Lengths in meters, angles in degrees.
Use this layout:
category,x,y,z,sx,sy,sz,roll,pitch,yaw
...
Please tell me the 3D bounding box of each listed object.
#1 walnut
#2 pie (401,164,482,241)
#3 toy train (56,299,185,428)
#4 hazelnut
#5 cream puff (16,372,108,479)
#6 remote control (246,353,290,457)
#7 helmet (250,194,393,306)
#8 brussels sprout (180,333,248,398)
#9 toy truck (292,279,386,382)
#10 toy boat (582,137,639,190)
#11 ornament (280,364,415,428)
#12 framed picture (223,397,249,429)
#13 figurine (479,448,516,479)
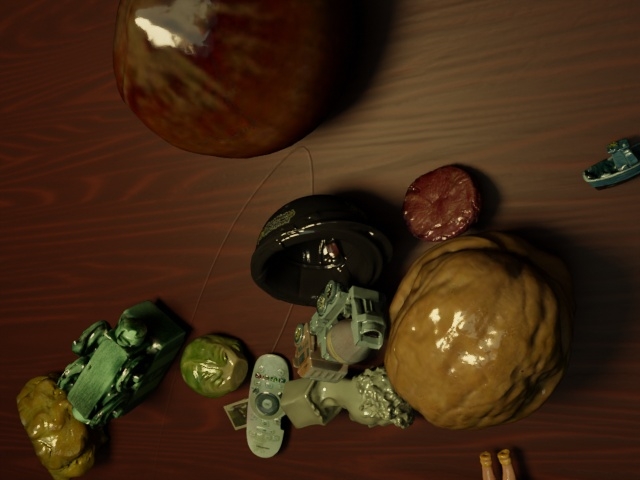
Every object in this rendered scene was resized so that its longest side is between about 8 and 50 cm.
category,x,y,z,sx,sy,sz,roll,pitch,yaw
walnut,0.257,0.159,1.038,0.306,0.306,0.343,36,123,11
pie,0.213,-0.065,1.105,0.155,0.036,0.154,-14,64,30
toy train,-0.452,0.278,1.423,0.167,0.238,0.299,40,115,10
hazelnut,-0.130,-0.336,1.047,0.402,0.402,0.429,37,111,11
cream puff,-0.657,0.470,1.620,0.282,0.185,0.281,49,154,33
remote control,-0.115,0.372,1.407,0.098,0.045,0.256,11,106,7
helmet,0.000,0.000,1.169,0.231,0.160,0.279,29,130,-30
brussels sprout,-0.242,0.285,1.399,0.155,0.117,0.155,8,104,32
toy truck,0.037,0.179,1.154,0.108,0.140,0.256,15,138,-20
toy boat,0.482,-0.130,0.985,0.137,0.060,0.061,-24,115,31
ornament,0.054,0.311,1.271,0.285,0.120,0.130,-2,124,24
framed picture,-0.181,0.406,1.467,0.089,0.007,0.066,-24,94,28
figurine,0.357,0.523,1.195,0.175,0.116,0.240,-11,107,24
